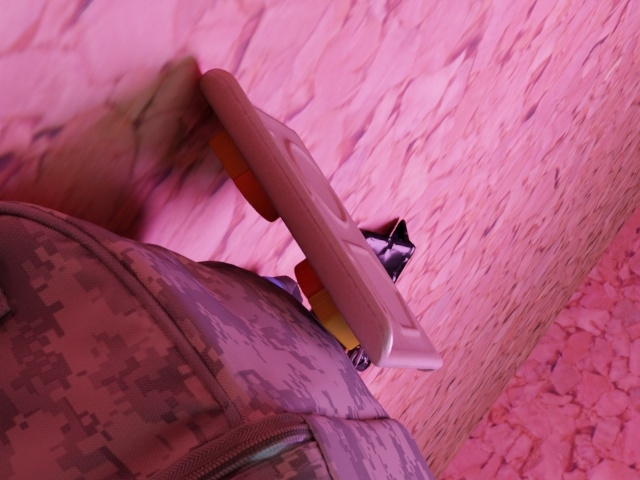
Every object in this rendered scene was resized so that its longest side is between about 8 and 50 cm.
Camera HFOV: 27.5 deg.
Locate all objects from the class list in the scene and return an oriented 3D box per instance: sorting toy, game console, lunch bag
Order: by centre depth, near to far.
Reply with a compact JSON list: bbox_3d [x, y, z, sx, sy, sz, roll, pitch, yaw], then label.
[{"bbox_3d":[-0.078,0.114,0.675,0.212,0.256,0.305,-29,165,11],"label":"lunch bag"},{"bbox_3d":[0.000,0.000,0.803,0.038,0.193,0.208,-34,166,5],"label":"sorting toy"},{"bbox_3d":[0.033,0.036,1.270,0.107,0.071,0.122,13,113,-41],"label":"game console"}]

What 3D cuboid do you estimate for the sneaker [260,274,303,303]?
[{"bbox_3d":[-0.060,0.094,1.028,0.084,0.058,0.152,-9,125,-57],"label":"sneaker"}]

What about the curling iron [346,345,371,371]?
[{"bbox_3d":[-0.011,0.150,1.326,0.274,0.035,0.068,-30,146,-58],"label":"curling iron"}]
